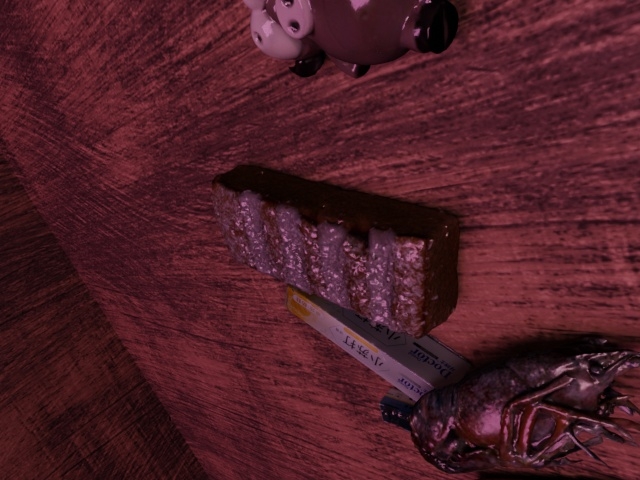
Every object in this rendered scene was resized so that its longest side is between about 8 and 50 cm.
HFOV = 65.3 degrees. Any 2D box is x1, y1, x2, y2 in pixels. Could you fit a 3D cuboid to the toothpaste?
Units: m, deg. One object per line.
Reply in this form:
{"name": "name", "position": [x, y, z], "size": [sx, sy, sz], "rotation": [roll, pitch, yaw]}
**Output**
{"name": "toothpaste", "position": [0.083, 0.153, 0.810], "size": [0.313, 0.089, 0.071], "rotation": [32, 134, 24]}

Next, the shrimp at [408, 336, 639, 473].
{"name": "shrimp", "position": [0.279, 0.198, 0.616], "size": [0.372, 0.172, 0.137], "rotation": [-24, 82, 32]}

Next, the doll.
{"name": "doll", "position": [0.017, -0.250, 0.525], "size": [0.257, 0.117, 0.181], "rotation": [17, 137, 34]}

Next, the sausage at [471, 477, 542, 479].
{"name": "sausage", "position": [0.333, 0.412, 0.762], "size": [0.086, 0.086, 0.289], "rotation": [54, 144, -3]}

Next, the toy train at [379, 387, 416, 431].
{"name": "toy train", "position": [0.211, 0.312, 0.837], "size": [0.234, 0.051, 0.052], "rotation": [7, 125, 39]}

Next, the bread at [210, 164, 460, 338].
{"name": "bread", "position": [0.000, 0.000, 0.752], "size": [0.417, 0.113, 0.165], "rotation": [18, 130, 38]}
